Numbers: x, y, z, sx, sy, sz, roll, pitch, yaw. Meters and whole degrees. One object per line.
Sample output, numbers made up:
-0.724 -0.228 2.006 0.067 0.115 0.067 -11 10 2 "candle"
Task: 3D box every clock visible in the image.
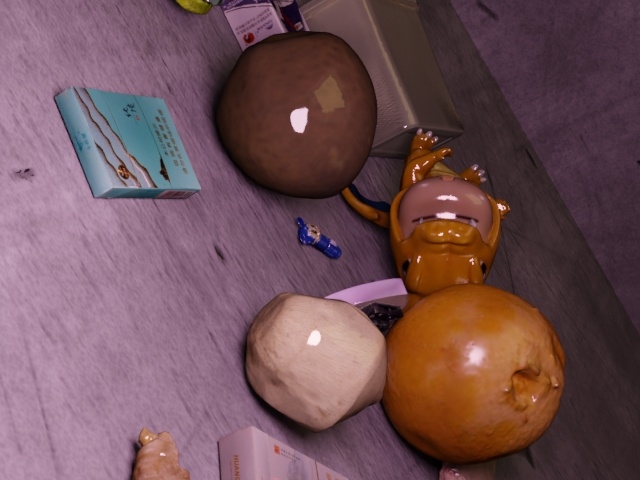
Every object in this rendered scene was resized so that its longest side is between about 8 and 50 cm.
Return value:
0.073 0.123 2.017 0.198 0.172 0.064 13 54 -60 "clock"

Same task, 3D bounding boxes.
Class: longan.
-0.033 -0.219 2.054 0.288 0.288 0.350 54 17 -16 "longan"

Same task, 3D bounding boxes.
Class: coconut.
-0.001 0.178 1.793 0.224 0.224 0.224 44 30 -34 "coconut"

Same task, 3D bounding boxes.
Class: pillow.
0.274 0.423 2.217 0.173 0.067 0.270 55 26 -22 "pillow"

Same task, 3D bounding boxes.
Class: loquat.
0.257 0.227 2.088 0.328 0.328 0.328 44 30 -34 "loquat"

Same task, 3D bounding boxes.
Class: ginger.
-0.194 0.320 1.429 0.137 0.074 0.213 54 20 -15 "ginger"

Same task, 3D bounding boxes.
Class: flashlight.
0.000 0.000 2.167 0.121 0.035 0.057 33 36 -45 "flashlight"

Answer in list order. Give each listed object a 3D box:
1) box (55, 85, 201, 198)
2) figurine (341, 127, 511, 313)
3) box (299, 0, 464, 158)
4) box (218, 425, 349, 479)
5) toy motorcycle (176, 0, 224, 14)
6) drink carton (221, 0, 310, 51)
-0.276 -0.139 1.775 0.229 0.041 0.162 -2 66 -63 "box"
0.238 -0.009 2.367 0.401 0.268 0.387 51 24 -31 "figurine"
0.140 -0.365 2.659 0.352 0.177 0.344 -4 71 -64 "box"
-0.042 0.367 1.673 0.233 0.067 0.149 38 32 -42 "box"
-0.261 -0.566 2.116 0.326 0.191 0.200 36 22 -11 "toy motorcycle"
-0.109 -0.435 2.339 0.222 0.102 0.134 65 22 3 "drink carton"
